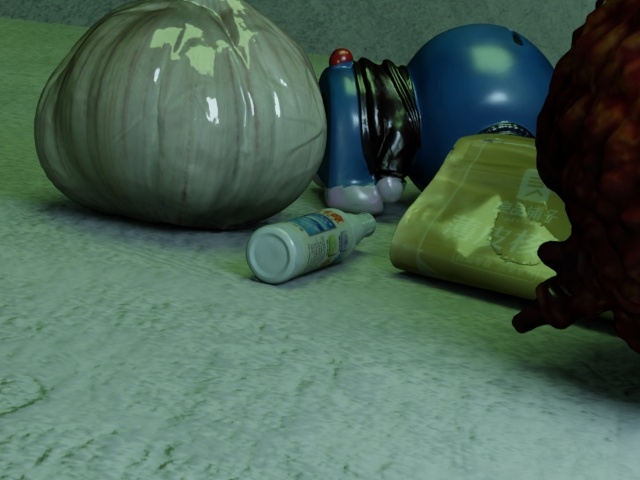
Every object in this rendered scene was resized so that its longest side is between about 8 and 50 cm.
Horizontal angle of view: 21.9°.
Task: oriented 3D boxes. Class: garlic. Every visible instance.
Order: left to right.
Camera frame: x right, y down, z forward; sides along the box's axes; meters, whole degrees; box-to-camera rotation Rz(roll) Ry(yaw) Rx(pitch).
[{"bbox_3d":[-0.146,-0.145,1.783,0.317,0.259,0.317,9,9,-1],"label":"garlic"}]

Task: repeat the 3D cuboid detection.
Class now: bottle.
[{"bbox_3d":[0.000,0.000,1.669,0.060,0.060,0.217,13,13,25],"label":"bottle"}]

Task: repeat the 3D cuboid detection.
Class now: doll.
[{"bbox_3d":[0.152,-0.142,2.006,0.310,0.240,0.284,-1,28,-8],"label":"doll"}]

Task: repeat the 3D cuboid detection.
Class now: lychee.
[{"bbox_3d":[0.373,-0.055,1.346,0.500,0.424,0.424,-37,10,8],"label":"lychee"}]

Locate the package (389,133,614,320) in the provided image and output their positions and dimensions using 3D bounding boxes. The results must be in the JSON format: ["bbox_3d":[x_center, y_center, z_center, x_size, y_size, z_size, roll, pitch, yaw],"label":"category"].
[{"bbox_3d":[0.260,-0.024,1.665,0.311,0.165,0.221,14,15,33],"label":"package"}]
